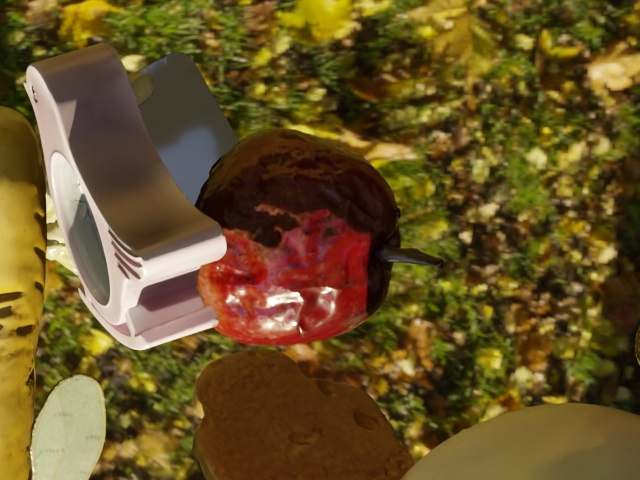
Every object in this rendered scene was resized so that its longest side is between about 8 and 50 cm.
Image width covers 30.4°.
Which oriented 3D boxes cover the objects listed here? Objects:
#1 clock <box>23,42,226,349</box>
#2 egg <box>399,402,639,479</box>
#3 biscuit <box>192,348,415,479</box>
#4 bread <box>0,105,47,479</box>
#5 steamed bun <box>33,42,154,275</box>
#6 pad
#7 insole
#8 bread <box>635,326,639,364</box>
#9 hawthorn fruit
[{"bbox_3d":[-0.180,-0.034,1.087,0.080,0.290,0.275,-20,111,-23],"label":"clock"},{"bbox_3d":[0.216,0.301,1.142,0.345,0.283,0.283,-36,114,-2],"label":"egg"},{"bbox_3d":[-0.021,0.274,1.504,0.269,0.376,0.051,-14,133,-32],"label":"biscuit"},{"bbox_3d":[-0.225,0.067,0.740,0.091,0.142,0.305,3,94,-23],"label":"bread"},{"bbox_3d":[-0.300,-0.048,1.546,0.189,0.428,0.247,18,56,-19],"label":"steamed bun"},{"bbox_3d":[-0.224,-0.155,1.888,0.181,0.004,0.267,-25,103,18],"label":"pad"},{"bbox_3d":[-0.395,0.355,1.764,0.119,0.009,0.348,9,107,-33],"label":"insole"},{"bbox_3d":[0.456,0.146,1.255,0.094,0.245,0.102,27,87,-46],"label":"bread"},{"bbox_3d":[0.000,0.000,1.234,0.266,0.210,0.230,5,91,13],"label":"hawthorn fruit"}]
